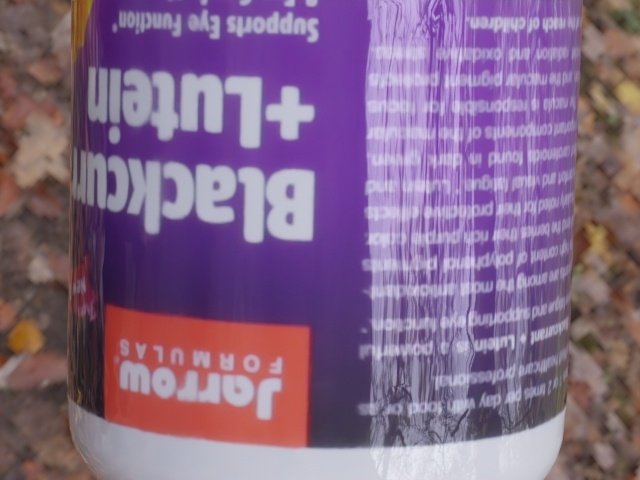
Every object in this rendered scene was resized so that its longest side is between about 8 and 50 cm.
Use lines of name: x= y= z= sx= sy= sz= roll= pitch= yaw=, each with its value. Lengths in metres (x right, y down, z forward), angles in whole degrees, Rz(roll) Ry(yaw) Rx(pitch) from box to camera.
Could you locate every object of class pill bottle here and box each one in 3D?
pill bottle: x=0.000 y=0.000 z=0.401 sx=0.108 sy=0.108 sz=0.193 roll=-8 pitch=101 yaw=-51
